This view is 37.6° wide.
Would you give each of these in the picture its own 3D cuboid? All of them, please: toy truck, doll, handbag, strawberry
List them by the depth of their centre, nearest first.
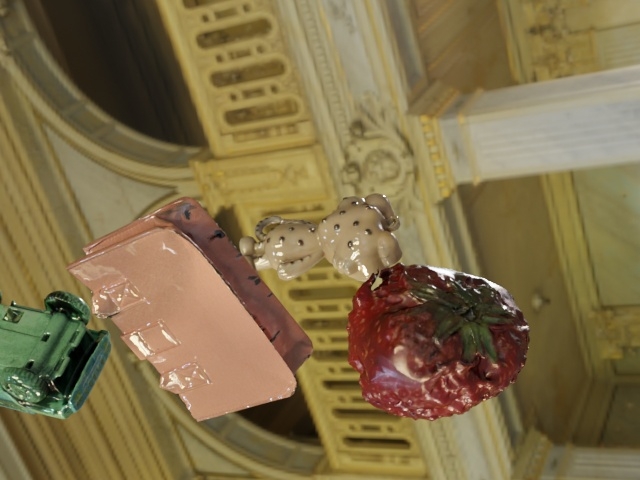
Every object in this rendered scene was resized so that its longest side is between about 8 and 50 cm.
[{"bbox_3d":[-0.122,0.071,0.896,0.212,0.157,0.059,54,-146,-21],"label":"handbag"},{"bbox_3d":[-0.440,0.155,1.328,0.156,0.278,0.155,77,-152,-51],"label":"toy truck"},{"bbox_3d":[0.164,0.164,1.428,0.274,0.274,0.220,-54,-14,-48],"label":"strawberry"},{"bbox_3d":[-0.001,0.002,1.557,0.119,0.278,0.154,64,-153,-44],"label":"doll"}]
